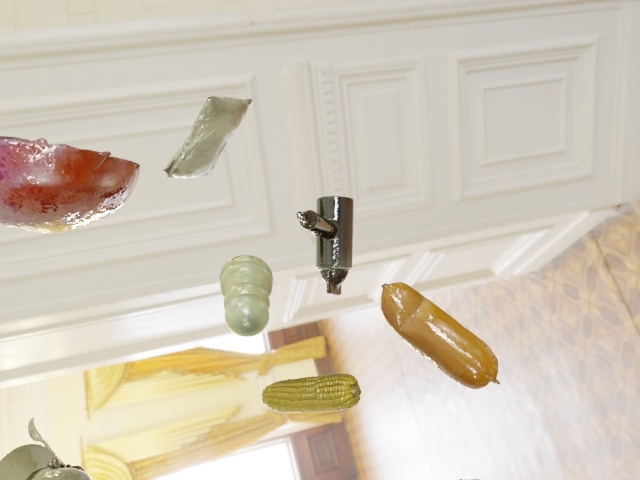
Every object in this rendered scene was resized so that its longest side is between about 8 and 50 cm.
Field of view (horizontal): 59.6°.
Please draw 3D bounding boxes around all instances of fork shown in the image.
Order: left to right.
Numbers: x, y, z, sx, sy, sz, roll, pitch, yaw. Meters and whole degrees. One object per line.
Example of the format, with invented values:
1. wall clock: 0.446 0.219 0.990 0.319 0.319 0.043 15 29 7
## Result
1. fork: -0.754 0.592 1.556 0.220 0.034 0.028 54 -163 4

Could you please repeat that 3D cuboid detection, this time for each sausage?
1. sausage: 0.143 0.118 0.685 0.183 0.062 0.054 36 166 7

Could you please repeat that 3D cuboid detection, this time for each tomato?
1. tomato: -0.525 -0.101 1.103 0.335 0.289 0.177 10 -96 -76

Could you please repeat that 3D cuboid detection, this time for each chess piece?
1. chess piece: -0.186 0.149 1.391 0.251 0.144 0.145 -106 11 -67

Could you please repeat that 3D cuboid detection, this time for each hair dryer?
1. hair dryer: 0.000 0.000 1.048 0.248 0.077 0.196 23 -114 -68

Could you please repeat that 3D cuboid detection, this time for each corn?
1. corn: -0.020 0.332 1.206 0.080 0.230 0.080 34 -131 -52

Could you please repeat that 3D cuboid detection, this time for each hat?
1. hat: -0.494 0.507 1.045 0.257 0.129 0.258 -12 -90 -81

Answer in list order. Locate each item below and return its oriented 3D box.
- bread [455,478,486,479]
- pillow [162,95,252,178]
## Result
1. bread: 0.282 0.604 1.176 0.110 0.234 0.185 -34 52 51
2. pillow: -0.257 -0.236 1.289 0.050 0.148 0.230 46 117 14
